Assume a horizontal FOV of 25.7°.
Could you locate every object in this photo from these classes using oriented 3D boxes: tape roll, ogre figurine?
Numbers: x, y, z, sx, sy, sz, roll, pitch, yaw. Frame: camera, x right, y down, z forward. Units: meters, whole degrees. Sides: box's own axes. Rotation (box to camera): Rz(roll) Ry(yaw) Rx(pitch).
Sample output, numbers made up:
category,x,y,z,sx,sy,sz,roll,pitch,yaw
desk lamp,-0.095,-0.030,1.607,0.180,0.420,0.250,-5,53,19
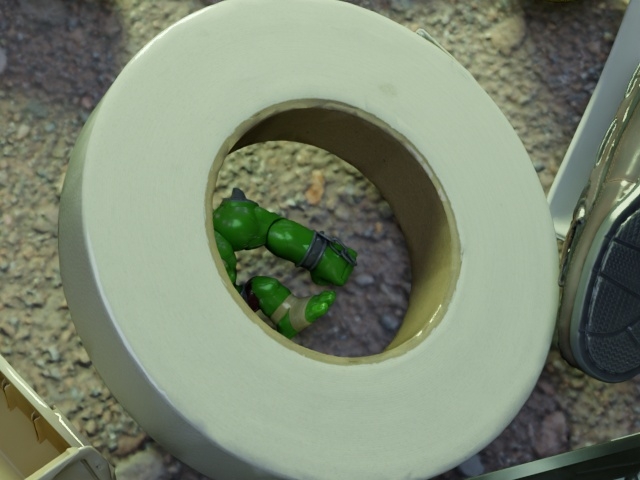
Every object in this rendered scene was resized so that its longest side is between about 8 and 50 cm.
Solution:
category,x,y,z,sx,sy,sz,roll,pitch,yaw
tape roll,0.000,0.000,1.049,0.392,0.072,0.392,10,66,-23
ogre figurine,-0.075,0.048,1.097,0.197,0.097,0.118,-44,96,4

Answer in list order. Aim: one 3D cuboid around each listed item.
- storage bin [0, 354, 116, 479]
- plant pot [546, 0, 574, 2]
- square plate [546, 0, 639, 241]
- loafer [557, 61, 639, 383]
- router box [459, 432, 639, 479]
category,x,y,z,sx,sy,sz,roll,pitch,yaw
storage bin,-0.316,0.156,0.968,0.260,0.123,0.262,-34,54,-26
plant pot,0.205,-0.255,1.195,0.134,0.095,0.134,1,72,-2
square plate,0.397,-0.089,1.177,0.344,0.049,0.347,23,73,5
loafer,0.254,-0.032,1.097,0.109,0.095,0.302,28,79,-23
router box,0.186,0.272,0.977,0.309,0.081,0.243,-18,73,20
